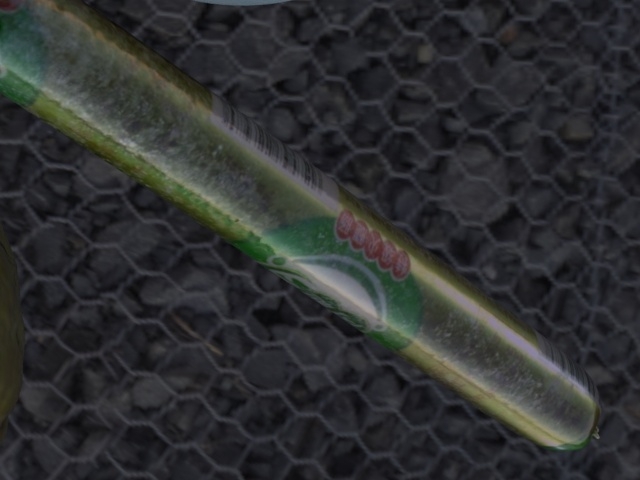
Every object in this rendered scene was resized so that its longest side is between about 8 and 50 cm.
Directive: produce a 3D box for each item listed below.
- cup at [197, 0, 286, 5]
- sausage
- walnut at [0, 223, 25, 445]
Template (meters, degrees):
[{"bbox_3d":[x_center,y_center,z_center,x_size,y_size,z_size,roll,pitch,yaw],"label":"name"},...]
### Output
[{"bbox_3d":[-0.055,-0.277,0.863,0.347,0.347,0.163,38,37,-29],"label":"cup"},{"bbox_3d":[0.000,0.000,0.406,0.269,0.033,0.032,35,81,-32],"label":"sausage"},{"bbox_3d":[-0.303,0.042,0.889,0.227,0.283,0.283,-38,116,-6],"label":"walnut"}]
